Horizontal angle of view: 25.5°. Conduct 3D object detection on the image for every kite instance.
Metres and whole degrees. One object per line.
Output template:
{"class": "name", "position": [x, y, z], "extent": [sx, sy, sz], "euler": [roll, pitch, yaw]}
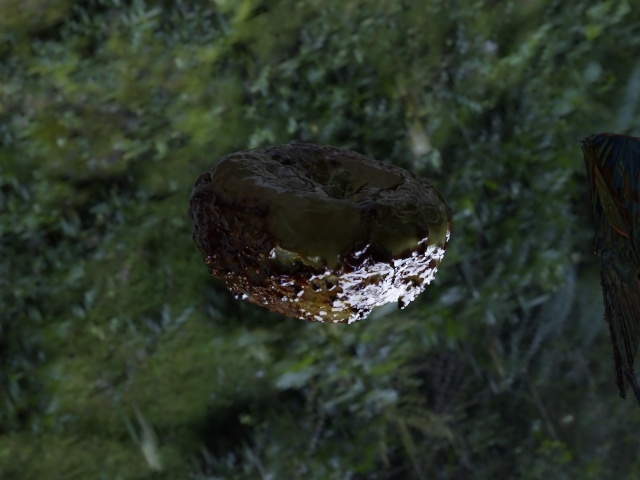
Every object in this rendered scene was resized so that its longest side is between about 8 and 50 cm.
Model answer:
{"class": "kite", "position": [0.142, 0.011, 0.634], "extent": [0.010, 0.160, 0.183], "euler": [-11, 142, -8]}

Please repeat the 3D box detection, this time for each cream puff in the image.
{"class": "cream puff", "position": [0.000, 0.000, 0.786], "extent": [0.149, 0.084, 0.149], "euler": [6, -160, -2]}
